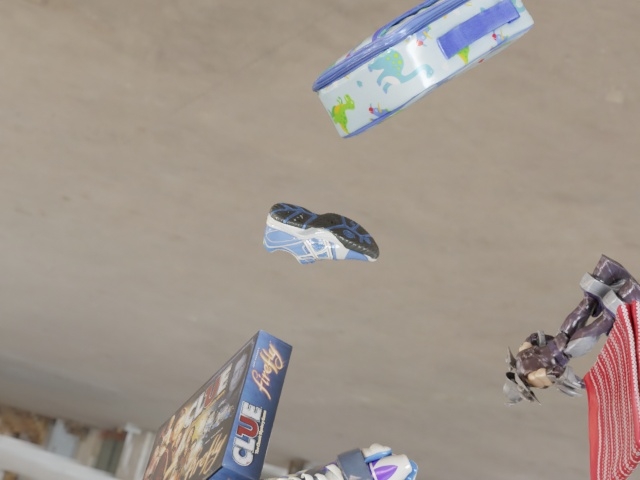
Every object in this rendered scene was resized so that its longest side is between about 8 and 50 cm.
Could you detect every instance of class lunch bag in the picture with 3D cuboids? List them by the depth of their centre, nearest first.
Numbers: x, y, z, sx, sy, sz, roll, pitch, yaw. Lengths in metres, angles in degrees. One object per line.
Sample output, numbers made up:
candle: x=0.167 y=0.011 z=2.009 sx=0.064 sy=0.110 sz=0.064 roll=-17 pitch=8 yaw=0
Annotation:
lunch bag: x=0.112 y=-0.201 z=1.265 sx=0.176 sy=0.219 sz=0.090 roll=-22 pitch=100 yaw=54

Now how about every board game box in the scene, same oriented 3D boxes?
board game box: x=-0.120 y=0.218 z=1.223 sx=0.042 sy=0.165 sz=0.243 roll=29 pitch=135 yaw=-16

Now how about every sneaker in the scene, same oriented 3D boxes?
sneaker: x=0.010 y=0.358 z=1.702 sx=0.236 sy=0.130 sz=0.323 roll=-36 pitch=155 yaw=21
sneaker: x=0.000 y=0.000 z=2.037 sx=0.211 sy=0.080 sz=0.081 roll=17 pitch=120 yaw=-16

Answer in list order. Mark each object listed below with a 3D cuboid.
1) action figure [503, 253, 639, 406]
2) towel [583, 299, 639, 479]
action figure: x=0.388 y=0.162 z=1.853 sx=0.099 sy=0.285 sz=0.185 roll=38 pitch=-167 yaw=-25
towel: x=0.390 y=0.219 z=1.575 sx=0.031 sy=0.199 sz=0.275 roll=1 pitch=154 yaw=2
